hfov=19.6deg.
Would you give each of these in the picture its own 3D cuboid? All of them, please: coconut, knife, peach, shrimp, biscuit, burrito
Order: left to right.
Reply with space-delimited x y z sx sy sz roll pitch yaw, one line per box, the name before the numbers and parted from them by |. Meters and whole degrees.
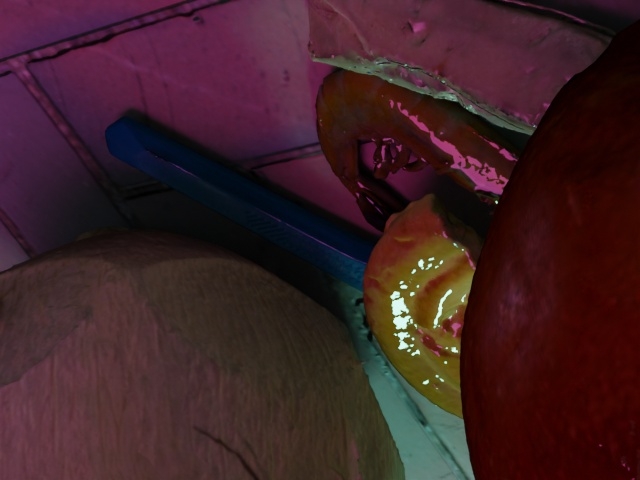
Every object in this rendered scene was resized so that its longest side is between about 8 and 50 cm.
coconut | -0.112 0.161 1.138 0.346 0.360 0.346 2 154 1
knife | 0.001 -0.002 1.121 0.296 0.026 0.044 29 138 4
shrimp | 0.070 -0.029 1.043 0.178 0.034 0.124 30 144 4
burrito | 0.090 -0.092 0.950 0.229 0.063 0.058 20 180 25
biscuit | 0.108 0.065 1.081 0.224 0.033 0.144 36 136 -21
peach | 0.239 0.099 0.825 0.335 0.310 0.406 -6 137 26
